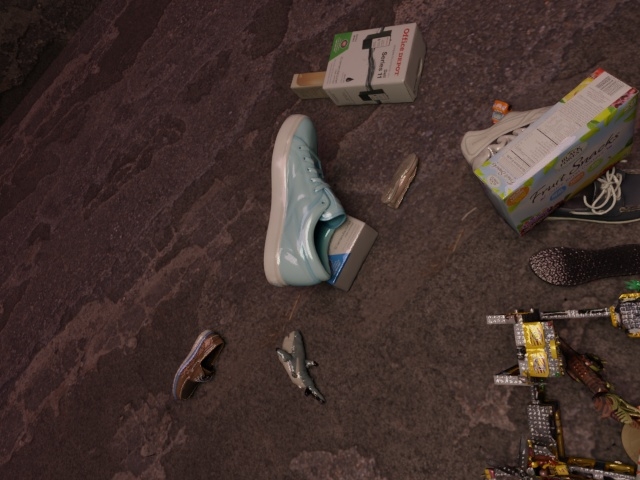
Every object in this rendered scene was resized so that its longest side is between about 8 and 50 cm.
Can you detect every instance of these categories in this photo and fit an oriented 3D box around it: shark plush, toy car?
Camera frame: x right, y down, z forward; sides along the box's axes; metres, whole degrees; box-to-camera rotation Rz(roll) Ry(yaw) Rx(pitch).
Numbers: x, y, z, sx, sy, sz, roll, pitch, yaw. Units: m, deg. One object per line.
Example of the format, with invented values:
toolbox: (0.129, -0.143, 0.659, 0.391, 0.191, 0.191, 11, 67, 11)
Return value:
shark plush: (-0.038, 0.271, 0.892, 0.067, 0.073, 0.161, -28, 54, -15)
toy car: (0.380, -0.222, 0.800, 0.122, 0.060, 0.040, 43, 102, 31)

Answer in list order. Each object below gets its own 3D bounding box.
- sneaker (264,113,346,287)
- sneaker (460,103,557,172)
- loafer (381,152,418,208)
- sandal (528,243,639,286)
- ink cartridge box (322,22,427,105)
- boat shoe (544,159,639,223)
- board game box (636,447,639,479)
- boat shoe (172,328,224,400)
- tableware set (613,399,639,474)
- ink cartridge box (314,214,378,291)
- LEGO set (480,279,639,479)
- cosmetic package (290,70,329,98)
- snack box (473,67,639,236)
sneaker: (-0.013, -0.084, 0.849, 0.150, 0.135, 0.365, 1, 82, 20)
sneaker: (0.391, -0.199, 0.738, 0.293, 0.110, 0.118, -20, 41, 0)
loafer: (0.178, -0.127, 0.903, 0.125, 0.039, 0.045, -58, 24, -1)
sandal: (0.447, 0.042, 0.701, 0.180, 0.040, 0.067, -5, 78, 13)
ink cartridge box: (0.127, -0.408, 0.981, 0.209, 0.087, 0.152, 7, 79, 30)
boat shoe: (0.456, -0.083, 0.703, 0.255, 0.079, 0.095, 4, 78, 31)
board game box: (0.457, 0.313, 0.455, 0.194, 0.045, 0.146, 12, 83, 8)
boat shoe: (-0.295, 0.311, 1.014, 0.066, 0.066, 0.183, 22, 87, 31)
tableware set: (0.529, 0.307, 0.572, 0.194, 0.039, 0.128, 24, 99, 38)
ink cartridge box: (0.000, 0.000, 0.930, 0.203, 0.086, 0.148, 26, 88, 32)
LEGO set: (0.360, 0.215, 0.569, 0.255, 0.192, 0.330, -1, 84, 39)
cosmetic package: (-0.012, -0.398, 1.073, 0.115, 0.060, 0.041, 9, 80, 29)
snack box: (0.351, -0.117, 0.624, 0.207, 0.175, 0.070, -42, 55, 13)
